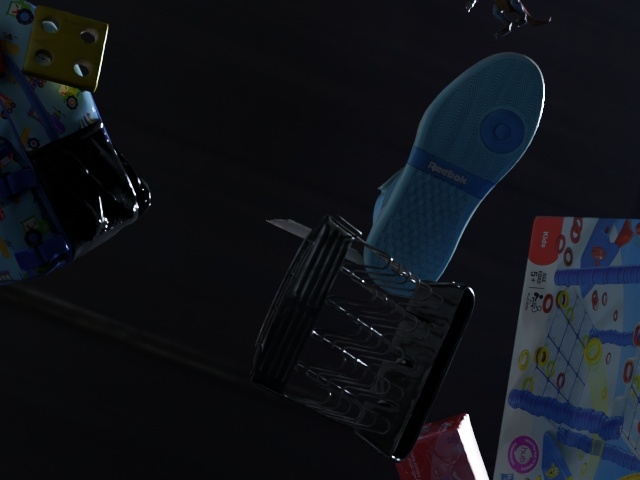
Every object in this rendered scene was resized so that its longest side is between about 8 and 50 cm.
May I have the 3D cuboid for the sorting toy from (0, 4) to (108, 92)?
[{"bbox_3d":[-0.214,-0.214,0.816,0.046,0.132,0.274,-36,-113,64],"label":"sorting toy"}]

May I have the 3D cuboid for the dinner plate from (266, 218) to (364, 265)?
[{"bbox_3d":[0.000,0.000,1.547,0.141,0.141,0.017,-145,-102,-88],"label":"dinner plate"}]

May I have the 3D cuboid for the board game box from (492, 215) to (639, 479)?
[{"bbox_3d":[0.335,0.134,1.256,0.302,0.086,0.308,2,-100,46],"label":"board game box"}]

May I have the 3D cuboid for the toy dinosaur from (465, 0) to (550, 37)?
[{"bbox_3d":[0.171,-0.243,1.243,0.047,0.090,0.082,-31,-107,43],"label":"toy dinosaur"}]

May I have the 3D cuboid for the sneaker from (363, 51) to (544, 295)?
[{"bbox_3d":[0.154,-0.094,1.555,0.319,0.127,0.208,-56,-176,9],"label":"sneaker"}]

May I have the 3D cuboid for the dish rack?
[{"bbox_3d":[0.043,0.100,1.315,0.271,0.074,0.208,35,75,-52],"label":"dish rack"}]

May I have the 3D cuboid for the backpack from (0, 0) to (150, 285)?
[{"bbox_3d":[-0.218,-0.068,0.835,0.117,0.158,0.173,-40,118,-42],"label":"backpack"}]

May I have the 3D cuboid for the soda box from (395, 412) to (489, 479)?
[{"bbox_3d":[0.171,0.350,1.524,0.083,0.092,0.263,-24,95,-74],"label":"soda box"}]
